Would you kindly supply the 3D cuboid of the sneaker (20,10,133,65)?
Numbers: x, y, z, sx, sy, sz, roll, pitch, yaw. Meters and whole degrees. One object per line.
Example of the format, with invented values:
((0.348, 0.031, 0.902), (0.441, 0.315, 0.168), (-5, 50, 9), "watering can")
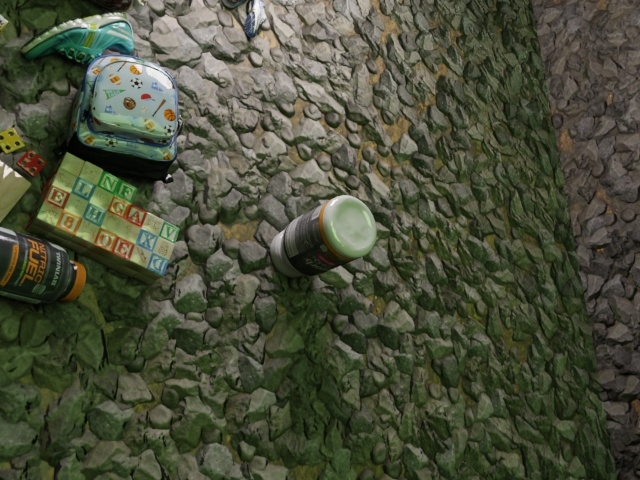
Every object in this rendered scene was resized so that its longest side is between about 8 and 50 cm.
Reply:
((-0.559, -0.462, 1.665), (0.275, 0.107, 0.110), (-26, 108, -35), "sneaker")

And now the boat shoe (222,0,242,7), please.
((-0.211, -0.736, 2.054), (0.066, 0.066, 0.183), (44, 52, -17), "boat shoe")

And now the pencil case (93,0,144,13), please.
((-0.447, -0.746, 1.813), (0.183, 0.160, 0.410), (39, 54, -20), "pencil case")

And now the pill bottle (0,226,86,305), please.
((-0.591, 0.054, 1.410), (0.245, 0.130, 0.131), (26, 58, -50), "pill bottle")

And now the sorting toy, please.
((-0.690, -0.110, 1.466), (0.132, 0.046, 0.275), (39, 55, -20), "sorting toy")

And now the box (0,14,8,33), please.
((-0.774, -0.417, 1.505), (0.087, 0.058, 0.232), (40, 54, -20), "box")

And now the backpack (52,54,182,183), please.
((-0.445, -0.297, 1.633), (0.276, 0.213, 0.263), (12, 56, -31), "backpack")

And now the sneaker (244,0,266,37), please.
((-0.181, -0.641, 2.056), (0.058, 0.052, 0.135), (21, 63, -37), "sneaker")

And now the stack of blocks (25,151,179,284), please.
((-0.472, -0.044, 1.585), (0.297, 0.087, 0.171), (29, 58, -26), "stack of blocks")

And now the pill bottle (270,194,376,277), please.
((0.000, 0.000, 1.811), (0.162, 0.278, 0.162), (14, 66, -33), "pill bottle")
